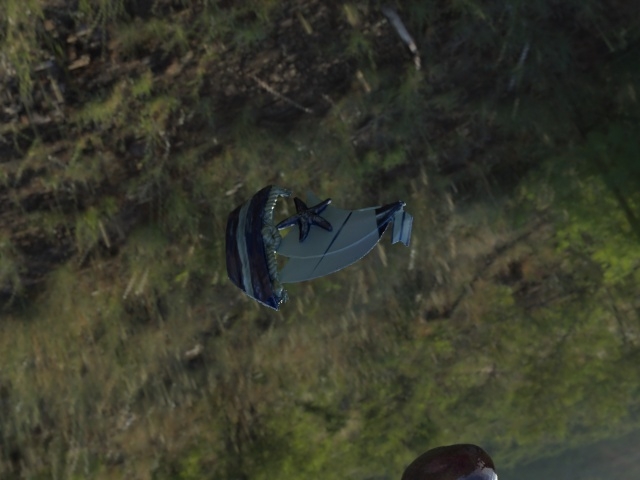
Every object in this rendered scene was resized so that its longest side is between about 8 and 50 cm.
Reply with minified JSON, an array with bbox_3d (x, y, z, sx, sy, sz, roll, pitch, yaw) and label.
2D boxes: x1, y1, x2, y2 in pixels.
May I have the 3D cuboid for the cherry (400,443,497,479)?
[{"bbox_3d":[0.224,0.421,1.463,0.176,0.140,0.176,-19,162,-7],"label":"cherry"}]

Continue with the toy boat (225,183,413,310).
[{"bbox_3d":[-0.018,-0.021,1.318,0.291,0.210,0.070,-28,149,-7],"label":"toy boat"}]
